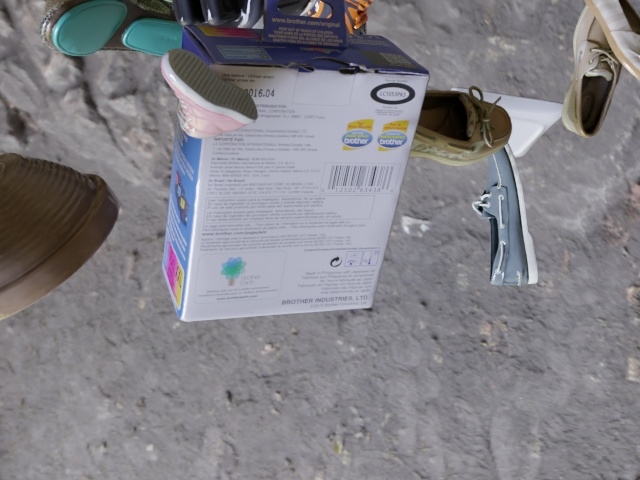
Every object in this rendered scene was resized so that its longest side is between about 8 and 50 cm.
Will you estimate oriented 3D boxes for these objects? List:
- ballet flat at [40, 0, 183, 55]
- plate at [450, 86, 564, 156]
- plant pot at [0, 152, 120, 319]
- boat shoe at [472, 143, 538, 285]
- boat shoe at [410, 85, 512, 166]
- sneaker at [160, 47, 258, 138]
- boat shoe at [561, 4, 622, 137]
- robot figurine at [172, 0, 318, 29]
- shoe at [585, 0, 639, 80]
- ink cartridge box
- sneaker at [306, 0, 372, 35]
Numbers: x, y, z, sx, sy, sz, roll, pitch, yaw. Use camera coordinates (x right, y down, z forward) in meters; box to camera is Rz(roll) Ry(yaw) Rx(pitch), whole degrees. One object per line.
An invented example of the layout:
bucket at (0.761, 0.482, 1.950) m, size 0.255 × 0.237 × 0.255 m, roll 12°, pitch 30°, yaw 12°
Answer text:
ballet flat at (-0.439, -0.470, 1.674) m, size 0.182 × 0.483 × 0.164 m, roll 47°, pitch 114°, yaw 10°
plate at (0.407, -0.266, 1.942) m, size 0.277 × 0.278 × 0.045 m, roll 7°, pitch 72°, yaw -7°
plant pot at (-0.356, -0.022, 0.919) m, size 0.237 × 0.109 × 0.237 m, roll -21°, pitch 32°, yaw 13°
boat shoe at (0.359, -0.063, 1.639) m, size 0.099 × 0.116 × 0.319 m, roll -11°, pitch 85°, yaw 7°
boat shoe at (0.184, -0.171, 1.201) m, size 0.089 × 0.285 × 0.104 m, roll -39°, pitch 64°, yaw 55°
sneaker at (-0.126, -0.136, 0.800) m, size 0.070 × 0.134 × 0.051 m, roll -20°, pitch 68°, yaw 25°
boat shoe at (0.582, -0.365, 1.701) m, size 0.098 × 0.109 × 0.302 m, roll -99°, pitch 17°, yaw -70°
robot figurine at (-0.109, -0.411, 1.255) m, size 0.209 × 0.278 × 0.173 m, roll 43°, pitch 134°, yaw 12°
shoe at (0.549, -0.375, 1.457) m, size 0.058 × 0.076 × 0.219 m, roll -36°, pitch 80°, yaw 42°
ink cartridge box at (-0.037, -0.108, 0.998) m, size 0.151 × 0.270 × 0.395 m, roll -125°, pitch 39°, yaw -51°
sneaker at (0.119, -0.577, 1.944) m, size 0.321 × 0.124 × 0.180 m, roll -9°, pitch 106°, yaw 20°
